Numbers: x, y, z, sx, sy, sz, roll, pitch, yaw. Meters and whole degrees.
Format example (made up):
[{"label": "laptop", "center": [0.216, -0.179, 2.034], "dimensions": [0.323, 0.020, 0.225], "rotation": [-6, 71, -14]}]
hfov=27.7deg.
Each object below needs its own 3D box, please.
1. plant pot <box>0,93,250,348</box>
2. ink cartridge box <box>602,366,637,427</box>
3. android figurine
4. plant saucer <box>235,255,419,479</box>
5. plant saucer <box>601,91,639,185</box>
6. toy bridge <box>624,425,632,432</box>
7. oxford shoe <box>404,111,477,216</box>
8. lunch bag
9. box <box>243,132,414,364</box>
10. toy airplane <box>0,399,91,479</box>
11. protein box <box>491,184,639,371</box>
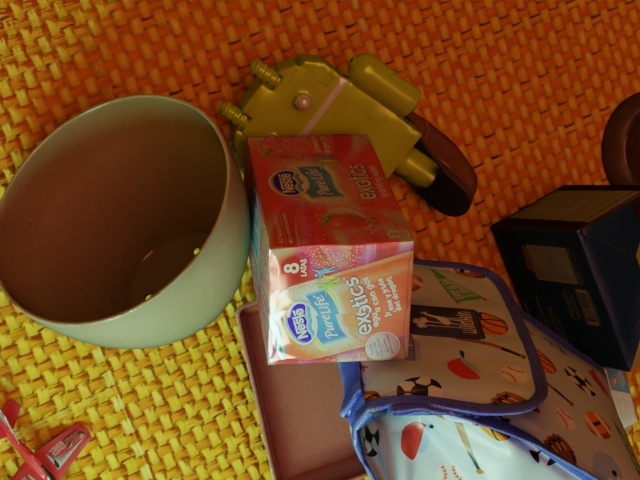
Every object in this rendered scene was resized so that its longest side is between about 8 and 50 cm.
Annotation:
[{"label": "plant pot", "center": [-0.192, 0.009, 1.437], "dimensions": [0.284, 0.284, 0.191], "rotation": [-52, 144, -13]}, {"label": "ink cartridge box", "center": [0.337, 0.223, 1.754], "dimensions": [0.143, 0.090, 0.092], "rotation": [-20, 100, -21]}, {"label": "android figurine", "center": [0.006, -0.115, 1.575], "dimensions": [0.273, 0.056, 0.248], "rotation": [35, 103, -22]}, {"label": "plant saucer", "center": [0.029, 0.171, 1.638], "dimensions": [0.259, 0.048, 0.258], "rotation": [-16, 99, -23]}, {"label": "plant saucer", "center": [0.474, -0.128, 1.831], "dimensions": [0.168, 0.029, 0.168], "rotation": [-2, 94, -24]}, {"label": "toy bridge", "center": [0.366, 0.306, 1.786], "dimensions": [0.188, 0.063, 0.026], "rotation": [-39, 107, -17]}, {"label": "oxford shoe", "center": [0.123, -0.128, 1.664], "dimensions": [0.212, 0.076, 0.076], "rotation": [48, 44, -16]}, {"label": "lunch bag", "center": [0.179, 0.201, 1.483], "dimensions": [0.385, 0.328, 0.239], "rotation": [35, 110, -18]}, {"label": "box", "center": [0.000, 0.000, 1.425], "dimensions": [0.154, 0.300, 0.142], "rotation": [-2, 116, -6]}, {"label": "toy airplane", "center": [-0.336, 0.246, 1.478], "dimensions": [0.151, 0.028, 0.151], "rotation": [13, 70, -39]}, {"label": "protein box", "center": [0.359, 0.043, 1.693], "dimensions": [0.136, 0.201, 0.199], "rotation": [-28, 103, -20]}]
